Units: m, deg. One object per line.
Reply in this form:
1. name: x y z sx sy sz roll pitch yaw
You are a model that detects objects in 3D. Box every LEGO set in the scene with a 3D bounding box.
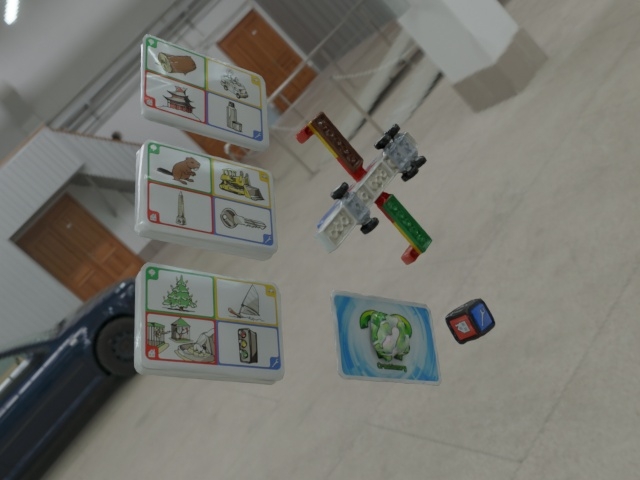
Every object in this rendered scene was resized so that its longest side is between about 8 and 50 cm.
1. LEGO set: 0.000 0.000 0.438 0.060 0.244 0.183 -32 56 46
